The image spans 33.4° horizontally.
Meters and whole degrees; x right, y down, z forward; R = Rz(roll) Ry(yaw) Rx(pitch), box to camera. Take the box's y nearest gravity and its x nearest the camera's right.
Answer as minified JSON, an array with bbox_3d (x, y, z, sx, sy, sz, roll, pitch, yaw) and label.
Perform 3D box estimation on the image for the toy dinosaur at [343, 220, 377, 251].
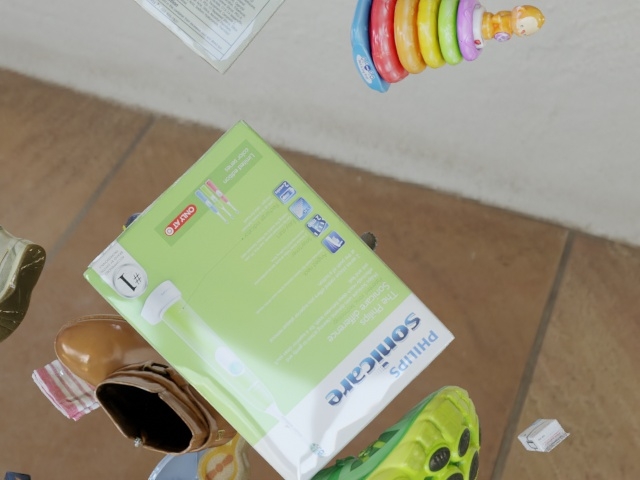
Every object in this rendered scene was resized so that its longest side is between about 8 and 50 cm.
[{"bbox_3d":[0.000,0.000,1.885,0.160,0.121,0.313,30,13,26],"label":"toy dinosaur"}]

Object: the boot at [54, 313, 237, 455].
[{"bbox_3d":[-0.232,0.175,1.277,0.283,0.109,0.220,28,7,11],"label":"boot"}]

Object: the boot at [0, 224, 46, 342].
[{"bbox_3d":[-0.627,0.081,2.043,0.165,0.077,0.213,24,87,37],"label":"boot"}]

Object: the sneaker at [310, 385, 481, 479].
[{"bbox_3d":[0.051,0.229,1.021,0.123,0.109,0.295,3,29,44],"label":"sneaker"}]

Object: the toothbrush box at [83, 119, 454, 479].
[{"bbox_3d":[-0.047,0.056,1.019,0.206,0.122,0.283,-45,92,2],"label":"toothbrush box"}]

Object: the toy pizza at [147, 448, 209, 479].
[{"bbox_3d":[-0.218,0.407,1.824,0.201,0.201,0.032,-26,42,-24],"label":"toy pizza"}]

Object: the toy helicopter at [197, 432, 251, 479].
[{"bbox_3d":[-0.095,0.240,1.705,0.234,0.140,0.355,13,73,17],"label":"toy helicopter"}]

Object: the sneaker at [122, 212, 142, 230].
[{"bbox_3d":[-0.398,-0.039,2.385,0.059,0.144,0.053,-30,95,-26],"label":"sneaker"}]

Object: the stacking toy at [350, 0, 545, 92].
[{"bbox_3d":[0.211,-0.342,1.718,0.301,0.175,0.166,1,60,23],"label":"stacking toy"}]

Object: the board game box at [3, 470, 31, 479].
[{"bbox_3d":[-0.514,0.513,1.691,0.042,0.243,0.165,15,26,-23],"label":"board game box"}]

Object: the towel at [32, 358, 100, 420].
[{"bbox_3d":[-0.325,0.184,1.615,0.197,0.029,0.144,-34,36,-22],"label":"towel"}]

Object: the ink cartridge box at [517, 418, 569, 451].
[{"bbox_3d":[0.347,0.302,1.656,0.048,0.083,0.028,-36,90,-15],"label":"ink cartridge box"}]

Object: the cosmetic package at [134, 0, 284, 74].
[{"bbox_3d":[-0.075,-0.361,1.220,0.160,0.309,0.113,40,6,-14],"label":"cosmetic package"}]
